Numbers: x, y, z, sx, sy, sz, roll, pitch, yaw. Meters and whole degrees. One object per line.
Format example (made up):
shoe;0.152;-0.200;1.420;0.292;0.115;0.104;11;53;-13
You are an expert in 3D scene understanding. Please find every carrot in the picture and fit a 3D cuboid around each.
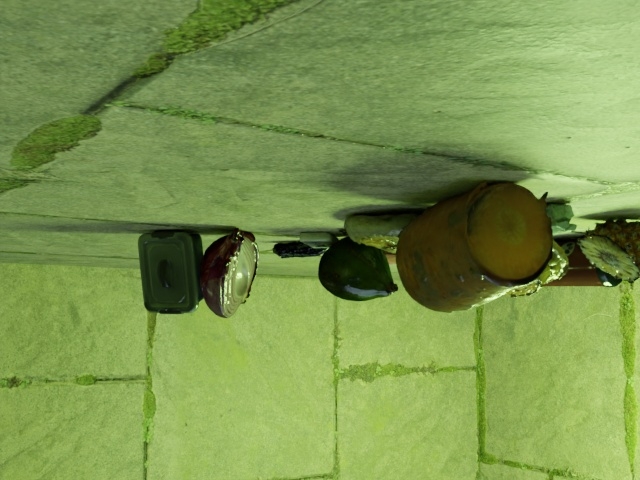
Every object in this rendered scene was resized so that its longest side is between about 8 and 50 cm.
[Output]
carrot;0.284;0.021;1.514;0.224;0.224;0.340;2;170;-19

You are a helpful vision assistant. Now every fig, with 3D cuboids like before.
fig;0.110;0.097;2.161;0.245;0.195;0.195;40;-163;31

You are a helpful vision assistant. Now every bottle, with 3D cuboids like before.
bottle;0.700;0.062;2.275;0.143;0.144;0.336;6;174;-43

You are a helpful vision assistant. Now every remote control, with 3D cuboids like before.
remote control;0.000;0.000;2.202;0.087;0.029;0.190;-1;173;10

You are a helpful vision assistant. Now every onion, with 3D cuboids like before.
onion;-0.255;0.060;2.114;0.120;0.227;0.284;17;134;12

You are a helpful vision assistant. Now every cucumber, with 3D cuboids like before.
cucumber;-0.057;0.025;2.363;0.181;0.053;0.053;-6;172;25

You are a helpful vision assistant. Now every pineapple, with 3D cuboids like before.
pineapple;0.720;-0.001;1.845;0.161;0.137;0.176;47;164;-14

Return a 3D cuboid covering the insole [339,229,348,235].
insole;0.137;-0.003;2.147;0.086;0.005;0.253;23;-173;35

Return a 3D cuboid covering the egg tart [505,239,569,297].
egg tart;0.497;0.066;2.040;0.294;0.116;0.295;12;155;6

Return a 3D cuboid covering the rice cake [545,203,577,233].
rice cake;0.442;-0.011;1.755;0.066;0.063;0.336;2;166;-20

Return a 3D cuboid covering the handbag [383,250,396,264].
handbag;0.185;0.034;2.367;0.157;0.059;0.212;0;172;-11

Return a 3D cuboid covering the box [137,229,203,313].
box;-0.399;0.082;2.133;0.162;0.227;0.130;-2;-172;16

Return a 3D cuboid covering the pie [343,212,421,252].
pie;0.220;-0.015;1.838;0.338;0.077;0.339;0;175;0
